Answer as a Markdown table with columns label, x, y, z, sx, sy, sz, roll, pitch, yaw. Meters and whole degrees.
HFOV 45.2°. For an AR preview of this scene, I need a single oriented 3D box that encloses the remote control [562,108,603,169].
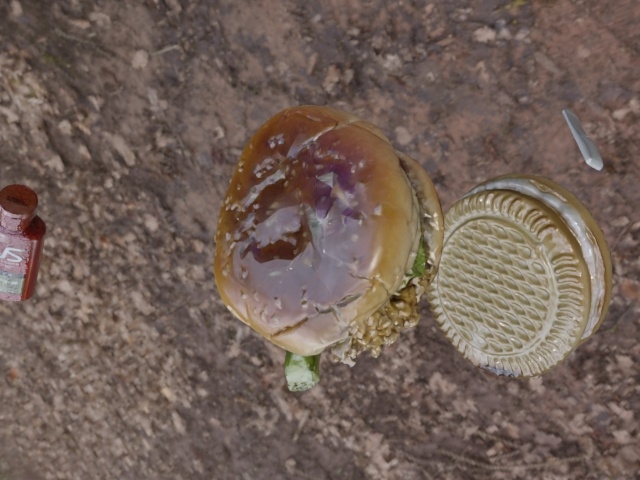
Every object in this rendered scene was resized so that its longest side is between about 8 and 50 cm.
| label | x | y | z | sx | sy | sz | roll | pitch | yaw |
| --- | --- | --- | --- | --- | --- | --- | --- | --- | --- |
| remote control | 0.598 | -0.235 | 1.748 | 0.027 | 0.049 | 0.184 | -45 | 37 | 34 |

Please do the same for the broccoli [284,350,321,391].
| label | x | y | z | sx | sy | sz | roll | pitch | yaw |
| --- | --- | --- | --- | --- | --- | --- | --- | --- | --- |
| broccoli | -0.027 | 0.091 | 1.188 | 0.165 | 0.145 | 0.304 | 90 | 179 | -51 |

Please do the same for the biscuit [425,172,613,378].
| label | x | y | z | sx | sy | sz | roll | pitch | yaw |
| --- | --- | --- | --- | --- | --- | --- | --- | --- | --- |
| biscuit | 0.239 | 0.046 | 0.963 | 0.259 | 0.079 | 0.259 | 17 | 114 | 44 |

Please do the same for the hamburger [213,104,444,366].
| label | x | y | z | sx | sy | sz | roll | pitch | yaw |
| --- | --- | --- | --- | --- | --- | --- | --- | --- | --- |
| hamburger | 0.000 | 0.000 | 0.790 | 0.243 | 0.146 | 0.286 | -26 | 65 | 24 |

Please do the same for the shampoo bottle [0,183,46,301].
| label | x | y | z | sx | sy | sz | roll | pitch | yaw |
| --- | --- | --- | --- | --- | --- | --- | --- | --- | --- |
| shampoo bottle | -0.603 | 0.012 | 1.504 | 0.118 | 0.076 | 0.314 | 22 | 140 | -11 |
